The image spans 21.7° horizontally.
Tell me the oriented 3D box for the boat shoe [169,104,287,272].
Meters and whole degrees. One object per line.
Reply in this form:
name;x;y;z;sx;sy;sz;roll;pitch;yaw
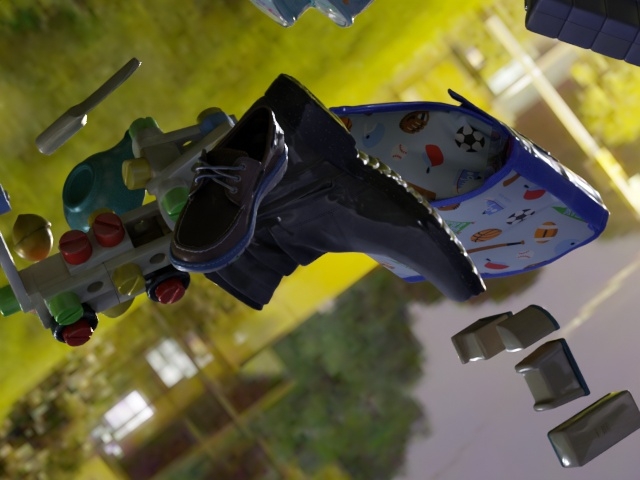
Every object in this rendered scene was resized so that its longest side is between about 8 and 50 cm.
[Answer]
boat shoe;-0.082;-0.047;1.401;0.183;0.066;0.066;-65;157;-46

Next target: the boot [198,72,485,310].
boot;0.000;0.000;1.842;0.223;0.338;0.118;-46;-174;5

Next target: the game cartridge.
game cartridge;0.335;-0.305;1.831;0.355;0.230;0.068;-83;-172;-53

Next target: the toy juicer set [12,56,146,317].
toy juicer set;-0.296;-0.048;2.108;0.209;0.089;0.329;-17;-120;40

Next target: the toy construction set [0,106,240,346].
toy construction set;-0.217;-0.015;1.623;0.327;0.151;0.215;-12;147;0

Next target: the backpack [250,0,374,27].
backpack;-0.030;-0.391;2.224;0.191;0.253;0.225;-51;-179;-2

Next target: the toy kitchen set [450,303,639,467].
toy kitchen set;0.296;0.185;2.204;0.122;0.207;0.166;-27;-178;-28

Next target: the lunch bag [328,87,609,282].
lunch bag;0.225;-0.085;2.660;0.385;0.328;0.239;-1;-109;39
